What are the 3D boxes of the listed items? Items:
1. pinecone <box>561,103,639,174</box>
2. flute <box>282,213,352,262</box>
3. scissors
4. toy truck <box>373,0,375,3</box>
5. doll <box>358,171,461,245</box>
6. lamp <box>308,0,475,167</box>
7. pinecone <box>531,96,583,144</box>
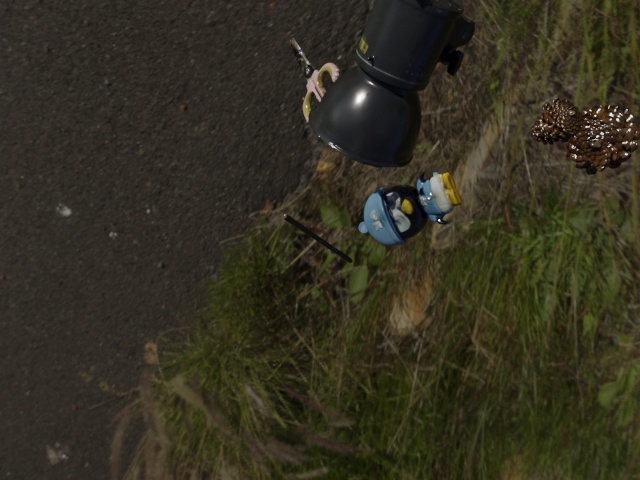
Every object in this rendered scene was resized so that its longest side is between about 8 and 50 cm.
[{"bbox_3d":[0.749,-0.273,1.535,0.195,0.150,0.179,-27,85,-6],"label":"pinecone"},{"bbox_3d":[0.000,0.000,1.255,0.014,0.014,0.269,-28,145,21],"label":"flute"},{"bbox_3d":[-0.021,-0.391,1.394,0.024,0.318,0.160,1,139,-35],"label":"scissors"},{"bbox_3d":[0.118,-0.472,0.901,0.124,0.272,0.157,-19,154,-6],"label":"toy truck"},{"bbox_3d":[0.243,-0.088,1.657,0.314,0.141,0.177,-25,83,30],"label":"doll"},{"bbox_3d":[0.098,-0.220,0.696,0.172,0.147,0.227,-2,133,-34],"label":"lamp"},{"bbox_3d":[0.532,-0.267,1.315,0.102,0.102,0.109,43,126,-12],"label":"pinecone"}]
